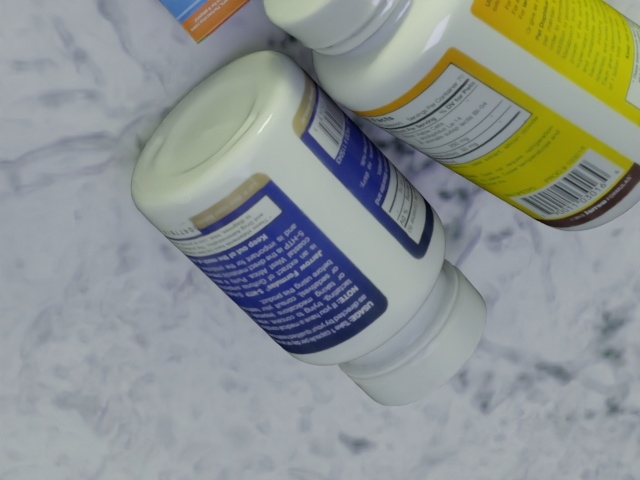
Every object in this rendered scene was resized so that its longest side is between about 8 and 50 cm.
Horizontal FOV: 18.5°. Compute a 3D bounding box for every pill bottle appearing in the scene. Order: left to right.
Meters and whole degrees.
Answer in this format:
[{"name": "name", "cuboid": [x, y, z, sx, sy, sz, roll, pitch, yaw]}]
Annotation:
[{"name": "pill bottle", "cuboid": [0.000, 0.000, 1.040, 0.112, 0.112, 0.186, -42, 117, 4]}, {"name": "pill bottle", "cuboid": [0.078, -0.097, 1.006, 0.215, 0.117, 0.117, 29, 103, -31]}]

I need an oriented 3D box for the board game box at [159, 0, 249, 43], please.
[{"name": "board game box", "cuboid": [-0.001, -0.242, 0.982, 0.281, 0.027, 0.145, -40, 116, 3]}]
